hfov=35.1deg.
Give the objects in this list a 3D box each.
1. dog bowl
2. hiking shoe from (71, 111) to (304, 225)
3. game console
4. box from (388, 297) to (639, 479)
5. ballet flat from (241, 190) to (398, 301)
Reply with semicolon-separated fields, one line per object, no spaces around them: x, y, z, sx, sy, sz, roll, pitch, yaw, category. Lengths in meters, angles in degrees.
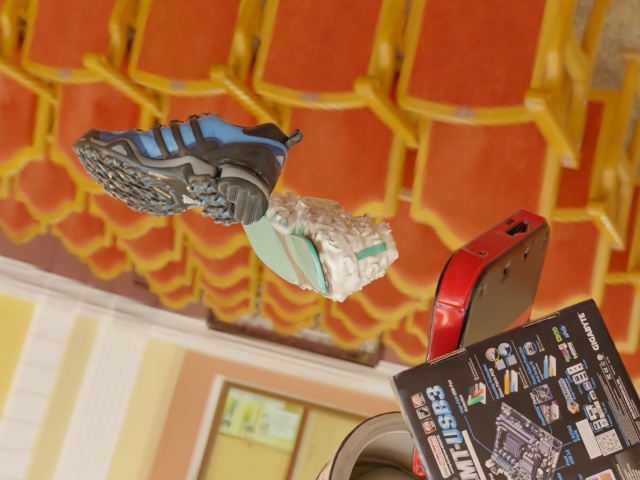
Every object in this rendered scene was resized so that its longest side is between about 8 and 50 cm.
0.141;0.507;1.715;0.408;0.407;0.150;20;140;-28;dog bowl
-0.174;-0.104;1.292;0.304;0.132;0.113;14;145;26;hiking shoe
0.248;0.143;1.567;0.060;0.341;0.387;20;-157;25;game console
0.277;0.262;1.324;0.293;0.295;0.073;-22;168;-2;box
0.000;0.000;1.456;0.147;0.146;0.409;18;-177;-22;ballet flat
